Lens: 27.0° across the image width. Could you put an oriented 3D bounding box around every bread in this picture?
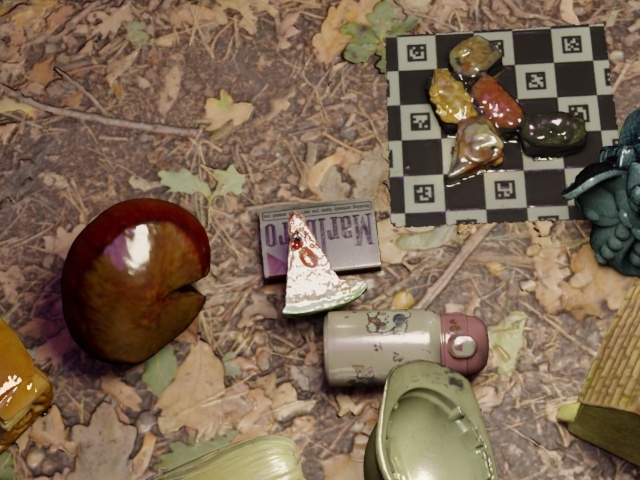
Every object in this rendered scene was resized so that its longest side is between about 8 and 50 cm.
[{"bbox_3d":[-0.552,0.163,1.926,0.344,0.149,0.195,39,76,18],"label":"bread"}]

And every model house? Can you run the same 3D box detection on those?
[{"bbox_3d":[0.510,0.189,1.768,0.321,0.266,0.261,24,75,14],"label":"model house"}]

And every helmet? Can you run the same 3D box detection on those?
[{"bbox_3d":[0.128,0.306,1.817,0.204,0.137,0.257,12,57,-33],"label":"helmet"}]

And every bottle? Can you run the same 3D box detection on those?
[{"bbox_3d":[0.122,0.152,1.897,0.233,0.110,0.110,-2,67,5],"label":"bottle"}]

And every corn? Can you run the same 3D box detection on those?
[{"bbox_3d":[-0.165,0.361,1.823,0.305,0.122,0.123,-22,86,-4],"label":"corn"}]

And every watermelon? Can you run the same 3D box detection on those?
[{"bbox_3d":[-0.031,0.053,1.933,0.121,0.098,0.158,-42,94,-12],"label":"watermelon"}]

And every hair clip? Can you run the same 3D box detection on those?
[{"bbox_3d":[0.465,-0.062,1.844,0.206,0.310,0.194,46,76,-9],"label":"hair clip"}]

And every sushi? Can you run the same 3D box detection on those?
[{"bbox_3d":[0.281,-0.195,2.054,0.359,0.064,0.343,-2,67,3],"label":"sushi"}]

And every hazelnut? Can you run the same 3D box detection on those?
[{"bbox_3d":[-0.277,0.055,1.929,0.217,0.217,0.251,26,95,15],"label":"hazelnut"}]

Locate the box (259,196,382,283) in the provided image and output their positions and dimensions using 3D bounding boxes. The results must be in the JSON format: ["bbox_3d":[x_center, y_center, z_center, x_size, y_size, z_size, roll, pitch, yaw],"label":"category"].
[{"bbox_3d":[0.000,0.000,2.009,0.178,0.036,0.115,-6,70,2],"label":"box"}]
